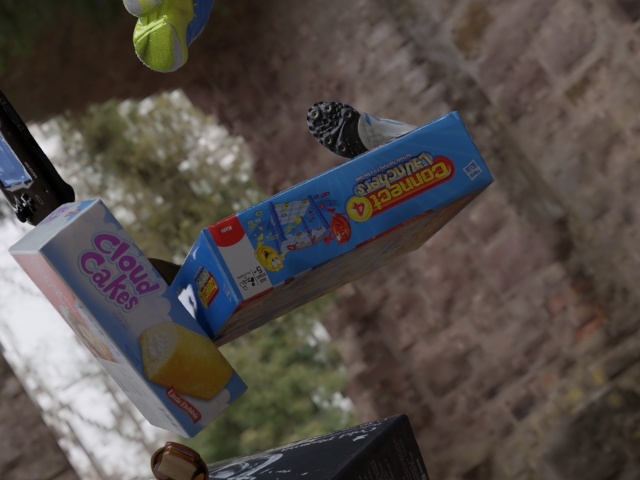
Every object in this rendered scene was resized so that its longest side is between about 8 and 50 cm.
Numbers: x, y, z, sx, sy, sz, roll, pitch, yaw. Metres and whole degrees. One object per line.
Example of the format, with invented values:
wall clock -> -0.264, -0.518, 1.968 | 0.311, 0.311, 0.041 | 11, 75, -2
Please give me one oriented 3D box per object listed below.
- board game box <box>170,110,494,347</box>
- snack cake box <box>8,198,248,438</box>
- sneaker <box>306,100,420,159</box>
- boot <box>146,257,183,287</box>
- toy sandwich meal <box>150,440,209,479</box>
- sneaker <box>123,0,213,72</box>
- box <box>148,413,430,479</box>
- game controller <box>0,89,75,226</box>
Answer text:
board game box -> 0.000, 0.000, 1.712 | 0.302, 0.086, 0.308 | -26, -7, -16
snack cake box -> -0.211, 0.084, 1.712 | 0.089, 0.264, 0.152 | -41, 15, -17
sneaker -> 0.091, -0.157, 2.477 | 0.086, 0.237, 0.085 | -16, -55, -82
boot -> -0.216, 0.098, 1.955 | 0.213, 0.077, 0.165 | -3, -38, -52
toy sandwich meal -> -0.176, 0.286, 1.947 | 0.085, 0.085, 0.029 | -45, 10, 34
sneaker -> -0.185, -0.329, 1.901 | 0.126, 0.091, 0.240 | -55, -26, -48
box -> -0.104, 0.494, 2.325 | 0.480, 0.297, 0.472 | -17, 3, 19
game controller -> -0.442, -0.154, 2.091 | 0.067, 0.319, 0.166 | -39, 16, -19
